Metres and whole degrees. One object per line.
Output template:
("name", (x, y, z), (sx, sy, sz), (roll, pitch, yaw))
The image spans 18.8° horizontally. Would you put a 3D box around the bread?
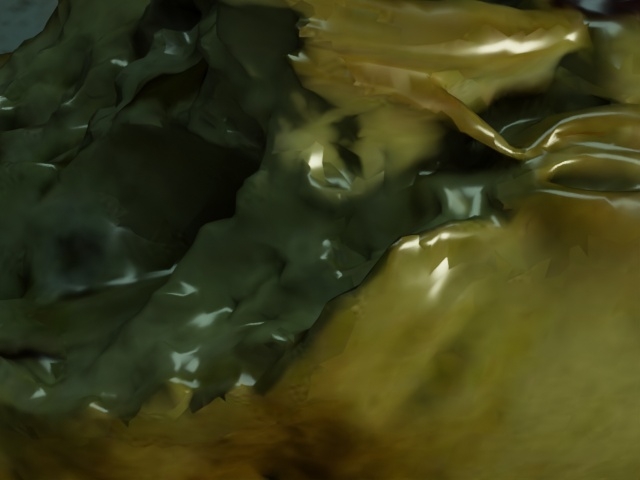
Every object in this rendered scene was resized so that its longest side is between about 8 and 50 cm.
("bread", (0.000, 0.000, 0.529), (0.370, 0.314, 0.191), (-1, 60, -23))
